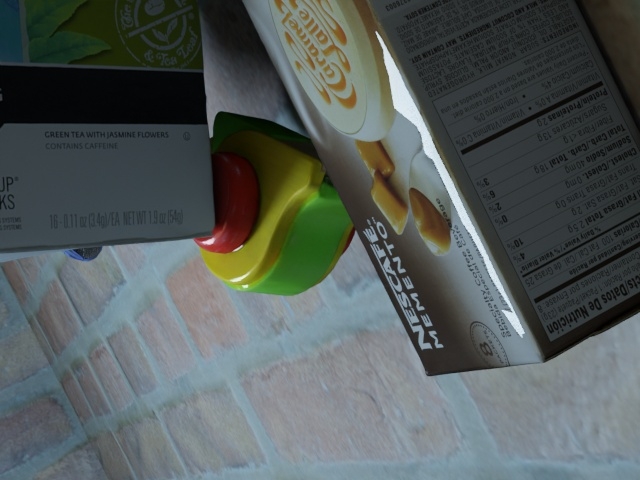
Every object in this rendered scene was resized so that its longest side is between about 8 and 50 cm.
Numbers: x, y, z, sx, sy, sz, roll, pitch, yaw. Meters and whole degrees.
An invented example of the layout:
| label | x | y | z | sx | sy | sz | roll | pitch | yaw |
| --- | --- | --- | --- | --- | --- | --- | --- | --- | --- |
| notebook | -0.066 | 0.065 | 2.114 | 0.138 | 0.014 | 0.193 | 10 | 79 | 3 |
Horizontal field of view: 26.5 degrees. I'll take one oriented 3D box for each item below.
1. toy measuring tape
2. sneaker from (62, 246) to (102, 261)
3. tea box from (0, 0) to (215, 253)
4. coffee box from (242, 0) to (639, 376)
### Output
| label | x | y | z | sx | sy | sz | roll | pitch | yaw |
| --- | --- | --- | --- | --- | --- | --- | --- | --- | --- |
| toy measuring tape | 0.000 | 0.000 | 0.890 | 0.330 | 0.121 | 0.121 | 29 | 142 | 52 |
| sneaker | -0.326 | -0.059 | 1.735 | 0.087 | 0.083 | 0.221 | 34 | 149 | 46 |
| tea box | -0.259 | -0.145 | 0.950 | 0.329 | 0.220 | 0.324 | -5 | 90 | 51 |
| coffee box | 0.062 | -0.066 | 0.660 | 0.246 | 0.098 | 0.141 | 64 | 161 | -2 |
